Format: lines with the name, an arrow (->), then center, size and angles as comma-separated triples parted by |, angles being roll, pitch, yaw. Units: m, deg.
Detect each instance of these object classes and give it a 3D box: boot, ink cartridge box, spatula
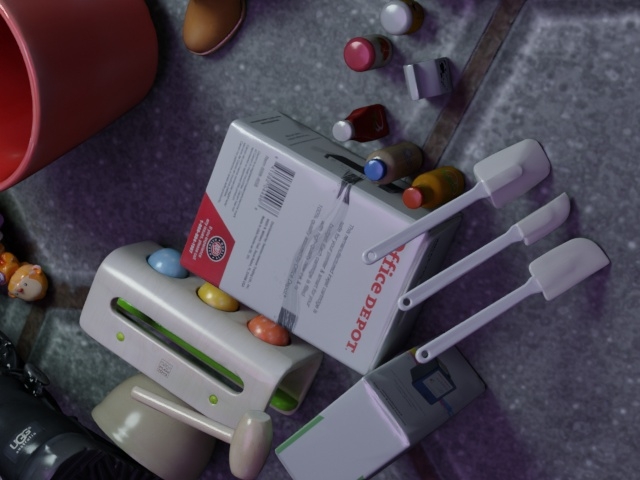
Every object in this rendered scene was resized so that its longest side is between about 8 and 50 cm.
boot -> -0.398, 0.229, 1.854 | 0.445, 0.367, 0.146 | 34, 73, 31
boot -> -0.139, -0.295, 1.620 | 0.073, 0.152, 0.197 | 37, 116, 16
ink cartridge box -> 0.000, 0.000, 1.637 | 0.273, 0.114, 0.197 | 31, 114, 19
spatula -> 0.172, 0.012, 1.519 | 0.242, 0.019, 0.168 | -30, 91, -11
ink cartridge box -> 0.071, 0.202, 1.591 | 0.154, 0.212, 0.093 | -42, 77, 30

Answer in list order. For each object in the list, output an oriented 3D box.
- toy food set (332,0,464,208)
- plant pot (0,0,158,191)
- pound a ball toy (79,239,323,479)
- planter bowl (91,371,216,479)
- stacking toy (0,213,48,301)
toy food set -> 0.078, -0.147, 1.566 | 0.111, 0.104, 0.232 | -7, 98, 29
plant pot -> -0.344, -0.217, 1.678 | 0.275, 0.243, 0.275 | 16, 119, 32
pound a ball toy -> -0.140, 0.126, 1.687 | 0.319, 0.208, 0.136 | 31, 110, 19
planter bowl -> -0.193, 0.221, 1.781 | 0.162, 0.162, 0.109 | 37, 90, 16
stacking toy -> -0.486, -0.018, 1.873 | 0.302, 0.166, 0.175 | 42, 116, -12
